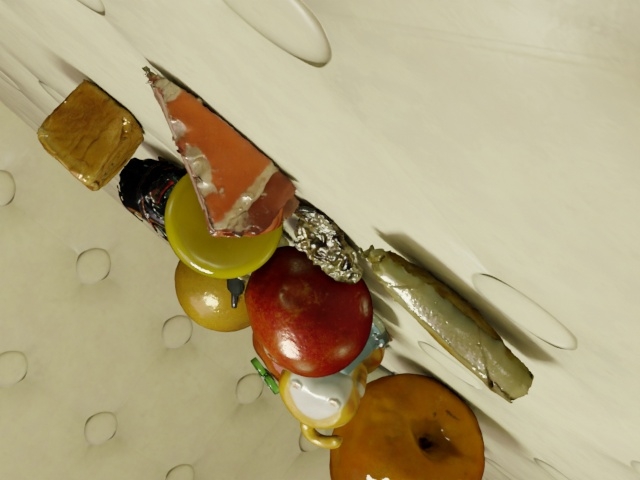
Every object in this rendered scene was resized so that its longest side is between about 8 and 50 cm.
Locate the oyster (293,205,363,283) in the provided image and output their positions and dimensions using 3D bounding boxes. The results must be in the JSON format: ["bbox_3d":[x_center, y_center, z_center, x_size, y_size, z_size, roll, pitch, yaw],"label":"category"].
[{"bbox_3d":[0.006,0.005,1.485,0.105,0.056,0.177,17,154,45],"label":"oyster"}]

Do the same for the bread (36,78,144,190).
[{"bbox_3d":[-0.426,-0.191,1.835,0.143,0.158,0.149,37,175,-2],"label":"bread"}]

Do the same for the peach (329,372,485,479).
[{"bbox_3d":[0.178,0.457,2.127,0.342,0.343,0.302,38,149,2],"label":"peach"}]

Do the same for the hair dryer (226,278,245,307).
[{"bbox_3d":[-0.131,0.075,2.022,0.235,0.091,0.272,30,149,0],"label":"hair dryer"}]

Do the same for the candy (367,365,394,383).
[{"bbox_3d":[0.224,0.497,2.651,0.427,0.186,0.386,23,159,43],"label":"candy"}]

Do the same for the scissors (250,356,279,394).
[{"bbox_3d":[-0.129,0.331,2.390,0.101,0.027,0.204,54,173,9],"label":"scissors"}]

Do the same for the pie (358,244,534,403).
[{"bbox_3d":[0.162,0.100,1.280,0.282,0.068,0.128,40,-178,-9],"label":"pie"}]

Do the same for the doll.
[{"bbox_3d":[0.031,0.244,1.928,0.166,0.270,0.162,30,149,6],"label":"doll"}]

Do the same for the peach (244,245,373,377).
[{"bbox_3d":[-0.022,0.108,1.618,0.243,0.199,0.243,52,172,10],"label":"peach"}]

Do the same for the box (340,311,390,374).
[{"bbox_3d":[0.013,0.133,1.807,0.227,0.130,0.162,38,171,20],"label":"box"}]

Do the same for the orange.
[{"bbox_3d":[-0.216,0.095,2.218,0.236,0.236,0.236,37,171,7],"label":"orange"}]

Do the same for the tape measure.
[{"bbox_3d":[-0.299,-0.070,1.992,0.223,0.135,0.202,42,168,-37],"label":"tape measure"}]

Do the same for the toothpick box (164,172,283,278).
[{"bbox_3d":[-0.157,-0.029,1.556,0.175,0.175,0.271,39,174,-7],"label":"toothpick box"}]

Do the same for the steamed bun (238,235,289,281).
[{"bbox_3d":[-0.148,-0.019,1.781,0.177,0.106,0.192,20,152,19],"label":"steamed bun"}]

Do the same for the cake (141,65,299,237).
[{"bbox_3d":[-0.159,-0.115,1.363,0.287,0.135,0.098,48,-176,-6],"label":"cake"}]

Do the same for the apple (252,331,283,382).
[{"bbox_3d":[-0.049,0.251,2.387,0.251,0.206,0.272,41,172,0],"label":"apple"}]
